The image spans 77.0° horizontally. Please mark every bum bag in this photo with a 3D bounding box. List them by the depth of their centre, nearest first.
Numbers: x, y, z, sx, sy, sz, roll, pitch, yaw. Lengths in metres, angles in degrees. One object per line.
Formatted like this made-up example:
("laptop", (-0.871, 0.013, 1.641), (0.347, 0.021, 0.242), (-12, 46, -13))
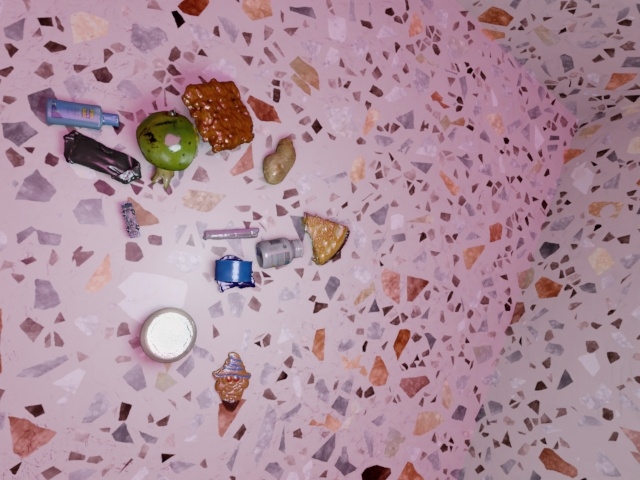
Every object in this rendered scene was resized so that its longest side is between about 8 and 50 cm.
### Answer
("bum bag", (-0.909, -0.333, 1.677), (0.326, 0.080, 0.142), (26, 71, -18))

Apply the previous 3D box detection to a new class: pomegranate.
("pomegranate", (-0.651, -0.390, 1.710), (0.261, 0.260, 0.340), (13, 111, -24))

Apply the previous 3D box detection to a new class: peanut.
("peanut", (-0.199, -0.389, 1.975), (0.137, 0.122, 0.253), (37, 72, -11))

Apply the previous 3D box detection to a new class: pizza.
("pizza", (0.000, 0.000, 2.080), (0.288, 0.074, 0.251), (22, 79, -22))

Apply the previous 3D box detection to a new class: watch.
("watch", (-0.387, 0.146, 1.832), (0.196, 0.200, 0.171), (-6, 88, -21))

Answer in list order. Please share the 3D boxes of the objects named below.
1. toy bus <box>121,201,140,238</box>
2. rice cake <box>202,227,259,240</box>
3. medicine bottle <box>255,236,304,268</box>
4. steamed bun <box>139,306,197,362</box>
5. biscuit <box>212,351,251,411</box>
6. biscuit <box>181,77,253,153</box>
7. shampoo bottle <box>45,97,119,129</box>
("toy bus", (-0.809, -0.085, 1.719), (0.051, 0.061, 0.153), (-15, 93, -23))
("rice cake", (-0.416, -0.030, 1.901), (0.270, 0.055, 0.049), (-4, 86, -22))
("medicine bottle", (-0.194, 0.055, 1.955), (0.215, 0.135, 0.135), (-11, 93, -24))
("steamed bun", (-0.656, 0.407, 1.730), (0.232, 0.145, 0.231), (9, 71, -29))
("biscuit", (-0.418, 0.666, 1.894), (0.183, 0.043, 0.280), (4, 84, -21))
("biscuit", (-0.445, -0.568, 1.824), (0.318, 0.111, 0.312), (-40, 109, -54))
("shampoo bottle", (-0.972, -0.514, 1.658), (0.259, 0.061, 0.103), (2, 87, -25))
